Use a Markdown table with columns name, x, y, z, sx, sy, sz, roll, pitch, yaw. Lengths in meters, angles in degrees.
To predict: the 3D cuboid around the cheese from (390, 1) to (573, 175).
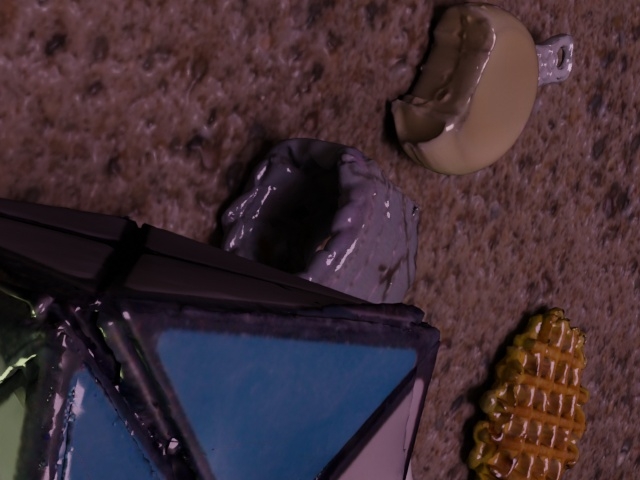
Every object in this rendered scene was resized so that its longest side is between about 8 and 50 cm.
| name | x | y | z | sx | sy | sz | roll | pitch | yaw |
| --- | --- | --- | --- | --- | --- | --- | --- | --- | --- |
| cheese | 0.168 | -0.137 | 1.206 | 0.249 | 0.071 | 0.163 | 5 | 100 | -52 |

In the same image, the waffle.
| name | x | y | z | sx | sy | sz | roll | pitch | yaw |
| --- | --- | --- | --- | --- | --- | --- | --- | --- | --- |
| waffle | 0.248 | 0.202 | 1.463 | 0.243 | 0.059 | 0.238 | -44 | 131 | -34 |

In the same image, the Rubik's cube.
| name | x | y | z | sx | sy | sz | roll | pitch | yaw |
| --- | --- | --- | --- | --- | --- | --- | --- | --- | --- |
| Rubik's cube | -0.148 | 0.147 | 0.741 | 0.305 | 0.310 | 0.307 | 8 | 96 | -53 |

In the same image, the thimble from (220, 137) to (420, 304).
| name | x | y | z | sx | sy | sz | roll | pitch | yaw |
| --- | --- | --- | --- | --- | --- | --- | --- | --- | --- |
| thimble | 0.000 | 0.003 | 1.010 | 0.118 | 0.127 | 0.151 | 42 | 67 | -51 |

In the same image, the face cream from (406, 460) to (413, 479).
| name | x | y | z | sx | sy | sz | roll | pitch | yaw |
| --- | --- | --- | --- | --- | --- | --- | --- | --- | --- |
| face cream | 0.068 | 0.301 | 1.280 | 0.092 | 0.058 | 0.243 | -43 | 140 | -38 |
